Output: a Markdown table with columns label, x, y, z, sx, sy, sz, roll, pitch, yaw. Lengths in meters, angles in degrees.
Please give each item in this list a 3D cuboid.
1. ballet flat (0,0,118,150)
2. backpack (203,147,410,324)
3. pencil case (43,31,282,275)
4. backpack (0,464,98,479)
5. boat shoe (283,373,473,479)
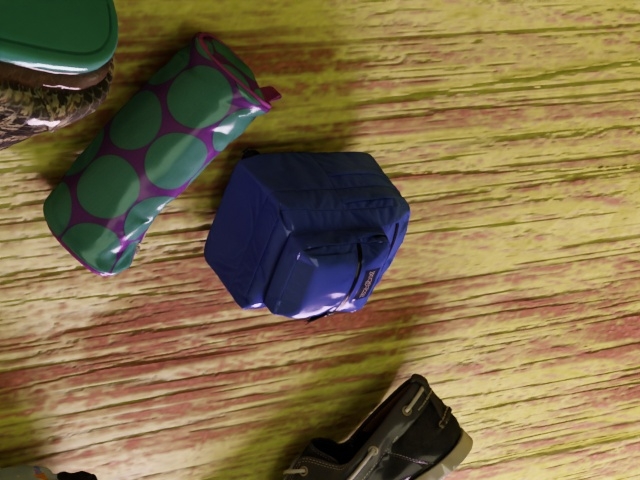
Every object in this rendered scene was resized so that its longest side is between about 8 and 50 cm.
| label | x | y | z | sx | sy | sz | roll | pitch | yaw |
| --- | --- | --- | --- | --- | --- | --- | --- | --- | --- |
| ballet flat | -0.304 | -0.121 | 0.886 | 0.182 | 0.164 | 0.483 | -30 | 151 | 29 |
| backpack | 0.000 | 0.000 | 1.292 | 0.120 | 0.101 | 0.098 | -9 | 140 | -39 |
| pencil case | -0.098 | -0.051 | 1.184 | 0.152 | 0.064 | 0.070 | -46 | 127 | 10 |
| backpack | -0.225 | 0.223 | 1.311 | 0.182 | 0.152 | 0.115 | -9 | 130 | -17 |
| boat shoe | 0.002 | 0.191 | 1.527 | 0.233 | 0.084 | 0.079 | -34 | 105 | 4 |
